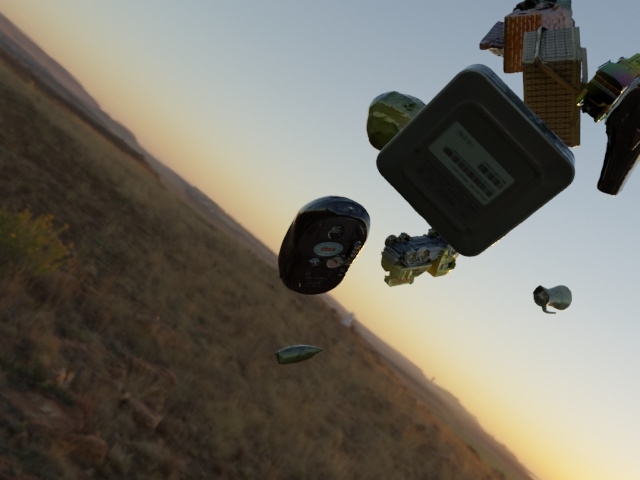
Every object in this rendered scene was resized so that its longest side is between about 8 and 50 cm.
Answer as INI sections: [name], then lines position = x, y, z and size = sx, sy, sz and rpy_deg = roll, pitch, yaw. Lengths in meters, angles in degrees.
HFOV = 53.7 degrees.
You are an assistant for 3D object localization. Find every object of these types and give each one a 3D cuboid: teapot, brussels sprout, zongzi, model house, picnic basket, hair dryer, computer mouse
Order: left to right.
[zongzi]
position = -0.064, 0.330, 1.834
size = 0.104, 0.052, 0.113
rpy_deg = -5, -8, -42
[computer mouse]
position = 0.000, 0.000, 1.144
size = 0.137, 0.233, 0.096
rpy_deg = 9, 44, -20
[brussels sprout]
position = 0.269, -0.391, 2.124
size = 0.219, 0.210, 0.271
rpy_deg = 1, 13, -33
[model house]
position = 0.671, -0.694, 2.111
size = 0.237, 0.237, 0.202
rpy_deg = 45, -30, 50
[teapot]
position = 0.505, 0.128, 1.389
size = 0.083, 0.067, 0.057
rpy_deg = 8, -5, -31
[picnic basket]
position = 0.693, -0.452, 1.868
size = 0.175, 0.228, 0.313
rpy_deg = 0, -48, 21
[hair dryer]
position = 0.775, -0.189, 1.322
size = 0.359, 0.120, 0.304
rpy_deg = 13, -43, 17

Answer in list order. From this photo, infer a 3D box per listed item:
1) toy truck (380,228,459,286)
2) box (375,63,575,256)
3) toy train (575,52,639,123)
[toy truck]
position = 0.314, 0.062, 2.032
size = 0.272, 0.157, 0.124
rpy_deg = -9, 34, -33
[box]
position = 0.397, -0.198, 1.661
size = 0.396, 0.396, 0.111
rpy_deg = 45, 33, -1
[toy train]
position = 0.809, -0.424, 1.701
size = 0.100, 0.296, 0.161
rpy_deg = 46, -35, 19
